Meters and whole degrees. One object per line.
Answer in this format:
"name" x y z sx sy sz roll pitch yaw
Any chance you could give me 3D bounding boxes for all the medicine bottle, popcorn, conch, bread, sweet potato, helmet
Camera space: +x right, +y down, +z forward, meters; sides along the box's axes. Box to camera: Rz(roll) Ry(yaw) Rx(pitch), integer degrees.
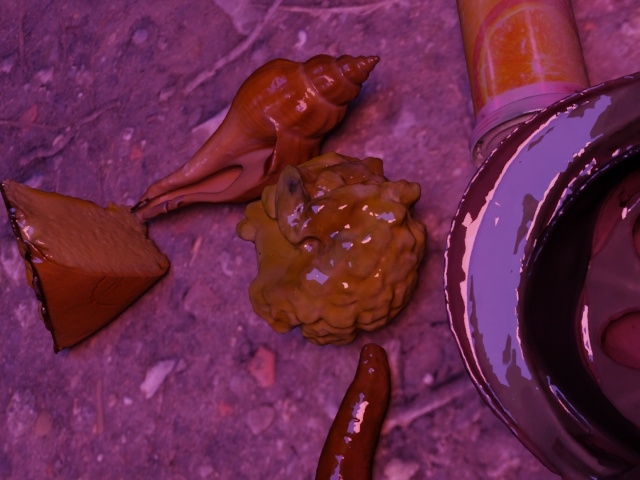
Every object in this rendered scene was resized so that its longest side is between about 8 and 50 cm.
"medicine bottle" 0.153 -0.266 0.721 0.108 0.108 0.425 -17 64 26
"popcorn" 0.006 0.001 0.708 0.174 0.142 0.173 8 103 38
"conch" -0.068 -0.090 0.814 0.330 0.093 0.109 -32 79 36
"bread" -0.279 0.025 0.851 0.169 0.160 0.140 -41 57 13
"sweet potato" 0.018 0.212 0.666 0.057 0.057 0.264 -4 70 31
"helmet" 0.263 0.043 0.485 0.338 0.197 0.270 14 89 43

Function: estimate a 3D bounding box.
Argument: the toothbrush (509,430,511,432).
"toothbrush" 0.245 0.194 0.552 0.276 0.019 0.025 32 83 36
